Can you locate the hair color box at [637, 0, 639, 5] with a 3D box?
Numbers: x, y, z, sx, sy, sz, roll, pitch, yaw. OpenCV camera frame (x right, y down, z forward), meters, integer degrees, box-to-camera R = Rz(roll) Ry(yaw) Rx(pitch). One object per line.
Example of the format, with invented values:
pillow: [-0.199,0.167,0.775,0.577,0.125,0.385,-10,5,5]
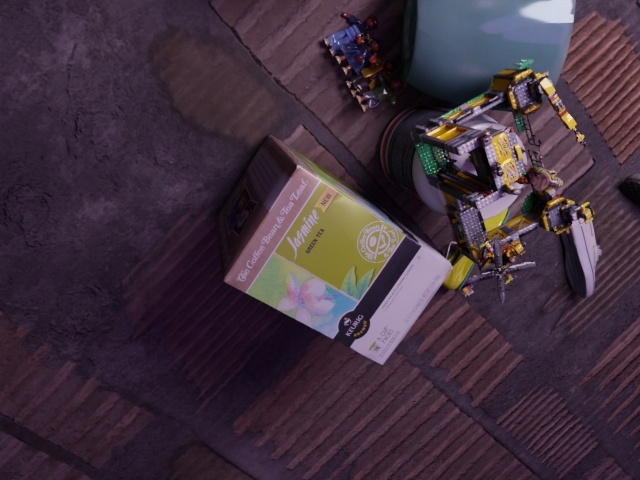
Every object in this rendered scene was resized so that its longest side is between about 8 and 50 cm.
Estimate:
hair color box: [0.817,-0.507,0.973,0.113,0.374,0.185,29,100,-21]

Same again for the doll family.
doll family: [0.090,-0.346,1.010,0.111,0.076,0.193,-30,110,2]

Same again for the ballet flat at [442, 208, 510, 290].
ballet flat: [0.337,0.007,1.195,0.077,0.077,0.231,30,101,-4]

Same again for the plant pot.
plant pot: [0.270,-0.379,0.939,0.234,0.293,0.293,1,108,0]

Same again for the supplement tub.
supplement tub: [0.241,-0.154,1.004,0.190,0.272,0.191,-4,109,-12]

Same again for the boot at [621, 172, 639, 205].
boot: [0.842,-0.146,1.273,0.246,0.083,0.161,26,94,-26]

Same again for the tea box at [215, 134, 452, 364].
tea box: [0.000,0.000,0.965,0.323,0.329,0.220,30,100,-22]

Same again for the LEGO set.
LEGO set: [0.294,-0.086,0.786,0.254,0.192,0.332,-20,112,-7]

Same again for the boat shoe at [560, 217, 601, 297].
boat shoe: [0.640,0.031,1.269,0.075,0.083,0.227,-22,111,-5]
